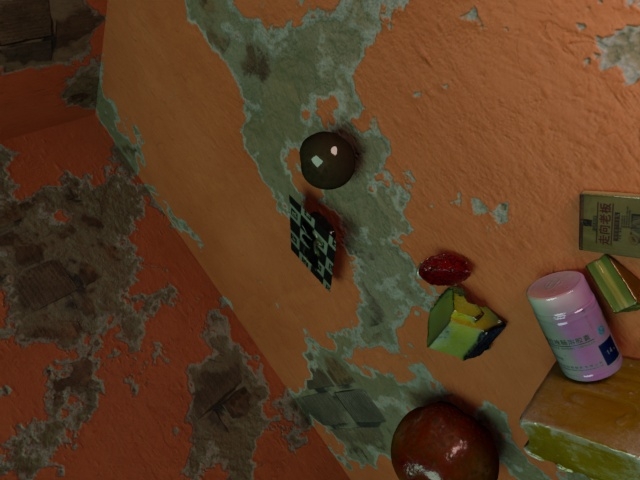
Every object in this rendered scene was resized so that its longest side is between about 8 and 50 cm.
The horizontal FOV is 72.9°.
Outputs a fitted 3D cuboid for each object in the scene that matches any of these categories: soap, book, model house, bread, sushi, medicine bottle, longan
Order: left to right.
[{"bbox_3d":[0.000,0.000,1.780,0.296,0.100,0.373,46,154,28],"label":"sushi"},{"bbox_3d":[0.022,-0.269,1.462,0.198,0.198,0.212,28,146,32],"label":"longan"},{"bbox_3d":[0.488,0.278,1.434,0.212,0.170,0.193,20,130,0],"label":"model house"},{"bbox_3d":[0.668,0.223,1.146,0.152,0.152,0.253,-19,103,52],"label":"medicine bottle"},{"bbox_3d":[0.724,0.446,1.116,0.294,0.335,0.156,4,120,51],"label":"soap"},{"bbox_3d":[0.749,0.104,1.082,0.074,0.084,0.139,118,143,-50],"label":"bread"},{"bbox_3d":[0.724,-0.033,0.993,0.231,0.026,0.161,12,126,43],"label":"book"}]

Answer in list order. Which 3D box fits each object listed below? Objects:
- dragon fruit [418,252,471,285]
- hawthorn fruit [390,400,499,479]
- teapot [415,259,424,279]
[{"bbox_3d":[0.399,0.095,1.406,0.162,0.083,0.106,-3,142,13],"label":"dragon fruit"},{"bbox_3d":[0.463,0.842,1.657,0.403,0.403,0.402,28,135,32],"label":"hawthorn fruit"},{"bbox_3d":[0.362,0.103,1.468,0.064,0.064,0.083,20,144,28],"label":"teapot"}]
